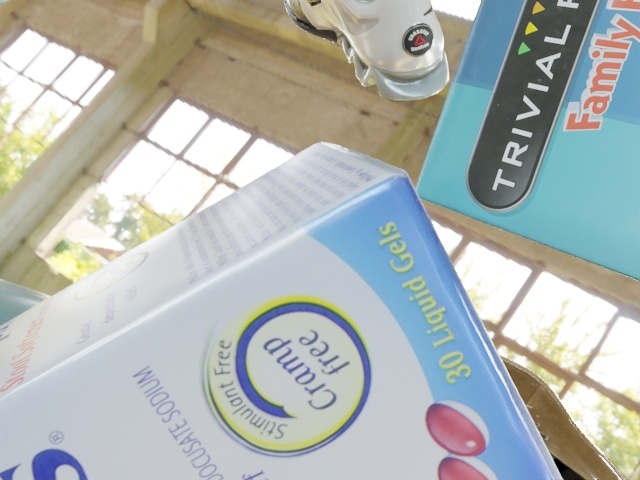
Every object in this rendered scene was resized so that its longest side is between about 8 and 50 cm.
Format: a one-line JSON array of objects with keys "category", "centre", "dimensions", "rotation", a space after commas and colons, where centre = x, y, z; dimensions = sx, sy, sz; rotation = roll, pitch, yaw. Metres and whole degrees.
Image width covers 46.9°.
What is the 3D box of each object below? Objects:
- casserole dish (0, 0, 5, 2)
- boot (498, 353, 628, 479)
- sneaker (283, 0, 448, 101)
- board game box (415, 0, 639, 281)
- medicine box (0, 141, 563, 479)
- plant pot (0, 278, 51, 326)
[{"category": "casserole dish", "centre": [-0.270, -0.230, 0.503], "dimensions": [0.188, 0.114, 0.037], "rotation": [-1, 49, -51]}, {"category": "boot", "centre": [0.259, 0.238, 0.915], "dimensions": [0.305, 0.112, 0.115], "rotation": [42, 9, 24]}, {"category": "sneaker", "centre": [0.044, -0.297, 0.844], "dimensions": [0.330, 0.122, 0.146], "rotation": [52, -20, 46]}, {"category": "board game box", "centre": [0.233, -0.086, 0.349], "dimensions": [0.336, 0.253, 0.079], "rotation": [25, 11, 39]}, {"category": "medicine box", "centre": [-0.043, 0.132, 0.410], "dimensions": [0.263, 0.289, 0.149], "rotation": [61, -7, -17]}, {"category": "plant pot", "centre": [-0.305, 0.193, 0.733], "dimensions": [0.341, 0.341, 0.334], "rotation": [30, -9, 30]}]
